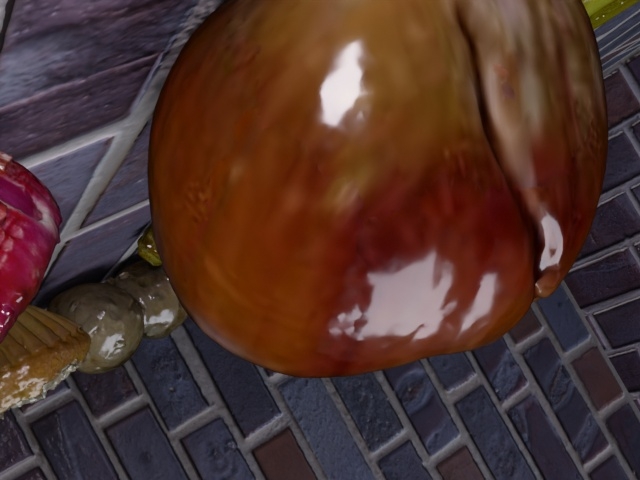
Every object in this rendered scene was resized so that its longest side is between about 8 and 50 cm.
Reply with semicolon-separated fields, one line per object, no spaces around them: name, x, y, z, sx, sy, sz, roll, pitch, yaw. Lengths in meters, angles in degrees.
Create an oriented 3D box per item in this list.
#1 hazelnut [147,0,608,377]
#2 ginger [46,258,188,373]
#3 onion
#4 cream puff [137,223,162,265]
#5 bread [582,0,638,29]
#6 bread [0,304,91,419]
hazelnut;0.040;-0.069;0.745;0.372;0.315;0.372;-36;149;-25
ginger;-0.314;0.105;1.653;0.304;0.155;0.244;-37;174;-33
onion;-0.289;0.024;0.672;0.230;0.163;0.230;-47;-162;21
cream puff;-0.228;0.002;1.450;0.083;0.058;0.083;-33;177;22
bread;0.246;-0.266;1.020;0.383;0.112;0.166;-31;174;42
bread;-0.461;0.180;1.408;0.274;0.149;0.274;-31;180;0
